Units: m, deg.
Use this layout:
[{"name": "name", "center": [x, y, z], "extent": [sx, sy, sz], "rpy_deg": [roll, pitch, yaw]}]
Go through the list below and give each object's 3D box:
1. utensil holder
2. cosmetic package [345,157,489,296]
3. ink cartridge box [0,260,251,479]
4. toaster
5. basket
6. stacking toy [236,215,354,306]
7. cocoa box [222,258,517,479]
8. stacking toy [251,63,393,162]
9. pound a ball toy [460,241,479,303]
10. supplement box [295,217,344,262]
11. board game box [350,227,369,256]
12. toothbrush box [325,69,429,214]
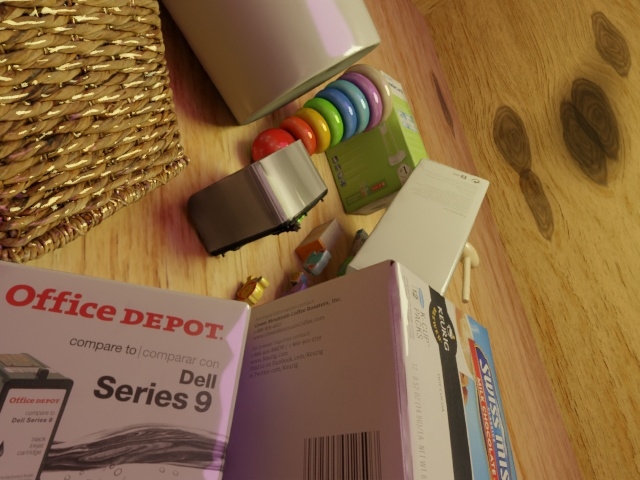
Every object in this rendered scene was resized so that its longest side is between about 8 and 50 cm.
[{"name": "utensil holder", "center": [-0.116, -0.446, 0.783], "extent": [0.385, 0.328, 0.327], "rpy_deg": [60, 33, -13]}, {"name": "cosmetic package", "center": [0.178, 0.033, 0.843], "extent": [0.156, 0.217, 0.385], "rpy_deg": [24, 42, 17]}, {"name": "ink cartridge box", "center": [-0.185, 0.179, 0.341], "extent": [0.211, 0.121, 0.288], "rpy_deg": [12, 61, -11]}, {"name": "toaster", "center": [-0.090, -0.068, 0.697], "extent": [0.110, 0.186, 0.168], "rpy_deg": [62, 33, -14]}, {"name": "basket", "center": [-0.309, -0.138, 0.451], "extent": [0.299, 0.214, 0.222], "rpy_deg": [-62, 155, -57]}, {"name": "stacking toy", "center": [-0.024, 0.064, 0.768], "extent": [0.167, 0.052, 0.221], "rpy_deg": [48, 57, -26]}, {"name": "cocoa box", "center": [0.002, 0.207, 0.496], "extent": [0.228, 0.347, 0.231], "rpy_deg": [34, 45, -41]}, {"name": "stacking toy", "center": [0.000, -0.236, 0.905], "extent": [0.330, 0.141, 0.141], "rpy_deg": [-40, 104, -29]}, {"name": "pound a ball toy", "center": [0.234, 0.102, 1.022], "extent": [0.135, 0.208, 0.319], "rpy_deg": [57, 34, -14]}, {"name": "supplement box", "center": [0.000, 0.000, 0.891], "extent": [0.036, 0.062, 0.098], "rpy_deg": [57, 35, -13]}, {"name": "board game box", "center": [0.113, 0.032, 1.069], "extent": [0.090, 0.020, 0.090], "rpy_deg": [49, 36, -24]}, {"name": "toothbrush box", "center": [0.131, -0.229, 1.091], "extent": [0.122, 0.206, 0.282], "rpy_deg": [-4, 72, -56]}]
